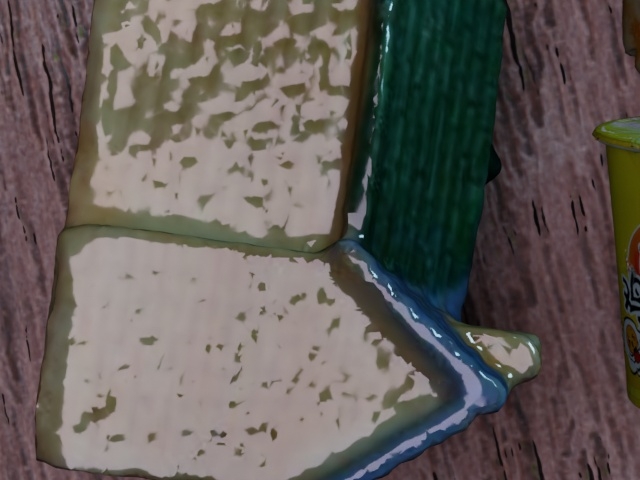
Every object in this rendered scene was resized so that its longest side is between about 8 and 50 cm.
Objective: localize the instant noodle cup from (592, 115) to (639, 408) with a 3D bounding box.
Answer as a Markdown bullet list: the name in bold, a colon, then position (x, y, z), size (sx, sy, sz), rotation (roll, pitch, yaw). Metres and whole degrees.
- **instant noodle cup**: position (0.321, 0.018, 1.229), size (0.264, 0.264, 0.200), rotation (3, 102, 17)

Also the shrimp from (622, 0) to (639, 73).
- **shrimp**: position (0.348, -0.160, 1.263), size (0.294, 0.062, 0.154), rotation (17, 106, 34)

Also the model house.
- **model house**: position (0.000, 0.000, 1.301), size (0.342, 0.334, 0.382), rotation (5, 88, 7)
